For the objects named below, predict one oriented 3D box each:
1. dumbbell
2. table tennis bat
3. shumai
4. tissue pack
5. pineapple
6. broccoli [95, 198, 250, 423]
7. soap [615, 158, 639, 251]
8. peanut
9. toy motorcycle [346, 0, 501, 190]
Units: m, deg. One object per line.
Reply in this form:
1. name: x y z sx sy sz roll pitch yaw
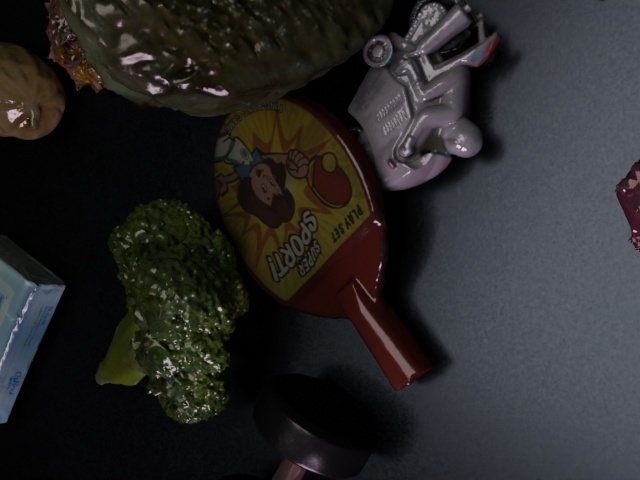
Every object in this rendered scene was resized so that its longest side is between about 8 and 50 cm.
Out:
1. dumbbell: -0.042 0.290 1.089 0.152 0.152 0.218 34 104 25
2. table tennis bat: 0.000 0.000 1.100 0.415 0.051 0.268 56 134 13
3. shumai: -0.134 -0.294 1.043 0.324 0.397 0.323 59 155 -5
4. tissue pack: -0.521 0.137 1.397 0.177 0.089 0.263 33 106 27
5. pineapple: -0.332 -0.323 1.313 0.224 0.076 0.225 -1 88 27
6. broccoli: -0.179 0.116 1.176 0.254 0.186 0.302 45 141 40
7. soap: 0.441 0.016 0.843 0.325 0.127 0.220 41 108 23
8. peanut: -0.533 -0.249 1.376 0.291 0.159 0.143 21 73 28
9. toy motorcycle: 0.120 -0.154 1.041 0.171 0.110 0.260 39 107 18
